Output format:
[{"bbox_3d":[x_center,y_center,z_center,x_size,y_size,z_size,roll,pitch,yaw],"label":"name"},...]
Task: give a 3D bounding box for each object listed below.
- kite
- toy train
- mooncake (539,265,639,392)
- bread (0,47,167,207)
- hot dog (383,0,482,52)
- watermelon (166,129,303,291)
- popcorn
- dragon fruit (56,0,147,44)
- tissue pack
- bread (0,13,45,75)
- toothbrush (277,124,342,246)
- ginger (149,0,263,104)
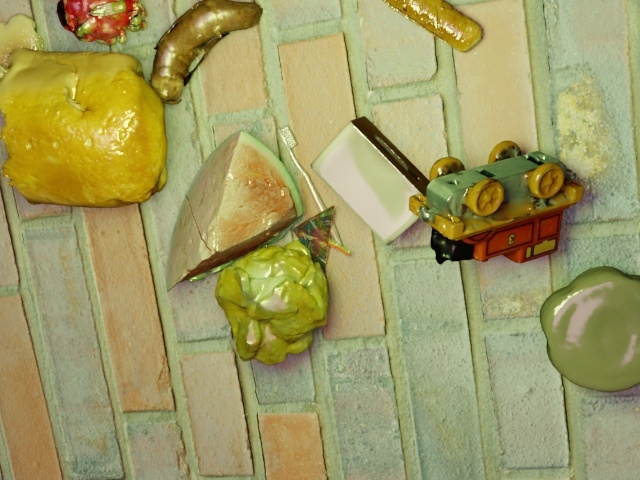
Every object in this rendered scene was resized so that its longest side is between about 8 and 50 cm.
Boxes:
[{"bbox_3d":[0.000,0.000,1.830,0.159,0.010,0.190,17,119,23],"label":"kite"},{"bbox_3d":[0.364,-0.063,1.601,0.369,0.163,0.231,-16,119,-21],"label":"toy train"},{"bbox_3d":[0.599,0.184,1.668,0.275,0.135,0.275,2,101,10],"label":"mooncake"},{"bbox_3d":[-0.524,-0.237,1.768,0.394,0.250,0.361,6,116,19],"label":"bread"},{"bbox_3d":[0.214,-0.495,1.665,0.286,0.061,0.088,32,96,5],"label":"hot dog"},{"bbox_3d":[-0.185,-0.037,1.805,0.222,0.292,0.319,17,67,-25],"label":"watermelon"},{"bbox_3d":[-0.100,0.144,1.790,0.276,0.225,0.276,18,118,38],"label":"popcorn"},{"bbox_3d":[-0.488,-0.517,1.792,0.172,0.160,0.166,-7,58,12],"label":"dragon fruit"},{"bbox_3d":[0.121,-0.130,1.713,0.246,0.159,0.136,45,110,1],"label":"tissue pack"},{"bbox_3d":[-0.741,-0.413,1.937,0.182,0.039,0.251,-14,98,16],"label":"bread"},{"bbox_3d":[-0.018,-0.124,1.818,0.029,0.025,0.307,-26,94,10],"label":"toothbrush"},{"bbox_3d":[-0.279,-0.445,1.777,0.309,0.107,0.133,-45,81,17],"label":"ginger"}]
